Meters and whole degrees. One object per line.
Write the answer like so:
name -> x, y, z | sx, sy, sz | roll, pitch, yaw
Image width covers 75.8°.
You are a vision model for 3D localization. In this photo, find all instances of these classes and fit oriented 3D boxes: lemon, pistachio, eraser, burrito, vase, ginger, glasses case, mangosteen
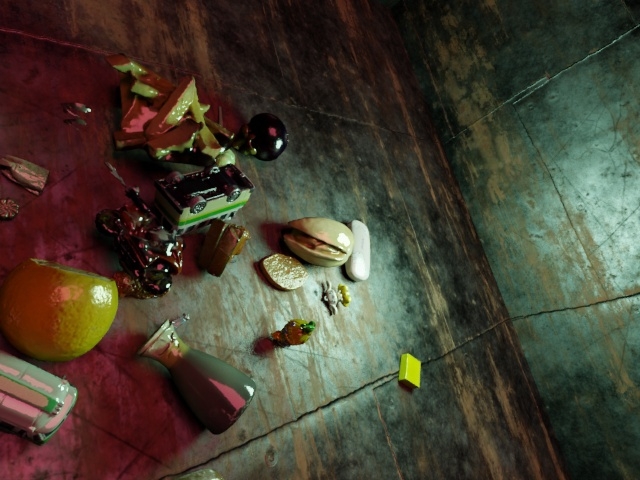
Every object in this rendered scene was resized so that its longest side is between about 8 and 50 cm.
lemon -> -0.607, 0.167, 0.949 | 0.240, 0.240, 0.220 | 21, 81, -35
pistachio -> 0.000, 0.000, 1.653 | 0.317, 0.214, 0.194 | 21, 98, -26
eraser -> 0.395, 0.578, 1.818 | 0.097, 0.045, 0.122 | 36, 47, -25
burrito -> -0.788, -0.179, 1.090 | 0.118, 0.044, 0.075 | 32, 54, -33
vase -> -0.347, 0.367, 1.143 | 0.321, 0.173, 0.173 | 46, 44, -8
ginger -> -0.476, -0.416, 1.301 | 0.413, 0.211, 0.359 | 20, 40, -10
glasses case -> 0.168, 0.044, 1.859 | 0.113, 0.075, 0.297 | 23, 54, -31
mangosteen -> -0.245, -0.412, 1.644 | 0.230, 0.194, 0.194 | -6, 72, -18

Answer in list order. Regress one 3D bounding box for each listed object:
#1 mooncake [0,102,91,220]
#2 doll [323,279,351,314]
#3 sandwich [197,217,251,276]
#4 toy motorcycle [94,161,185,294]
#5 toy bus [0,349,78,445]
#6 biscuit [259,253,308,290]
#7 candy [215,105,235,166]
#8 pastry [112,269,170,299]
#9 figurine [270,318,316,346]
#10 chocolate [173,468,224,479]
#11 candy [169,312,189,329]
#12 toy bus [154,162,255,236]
mooncake -> -0.727, -0.210, 1.075 | 0.150, 0.057, 0.347 | 16, 89, -47
doll -> 0.061, 0.223, 1.682 | 0.113, 0.071, 0.135 | -33, 87, -29
sandwich -> -0.325, 0.022, 1.381 | 0.109, 0.160, 0.185 | 27, 88, 3
toy motorcycle -> -0.519, -0.036, 1.173 | 0.401, 0.134, 0.207 | 50, 32, 2
toy bus -> -0.660, 0.314, 0.860 | 0.276, 0.164, 0.134 | 39, 48, -22
biscuit -> -0.135, 0.122, 1.563 | 0.220, 0.029, 0.142 | 14, 59, -39
candy -> -0.384, -0.401, 1.585 | 0.092, 0.092, 0.336 | 75, 3, -59
pastry -> -0.510, 0.120, 1.181 | 0.169, 0.063, 0.087 | 7, 67, -43
figurine -> -0.095, 0.313, 1.406 | 0.114, 0.156, 0.095 | 13, 60, -42
chocolate -> -0.295, 0.752, 1.034 | 0.185, 0.100, 0.304 | 5, 69, -46
candy -> -0.428, 0.244, 1.224 | 0.083, 0.020, 0.030 | -31, 91, -46
toy bus -> -0.382, -0.132, 1.348 | 0.143, 0.179, 0.305 | 44, 40, 15
